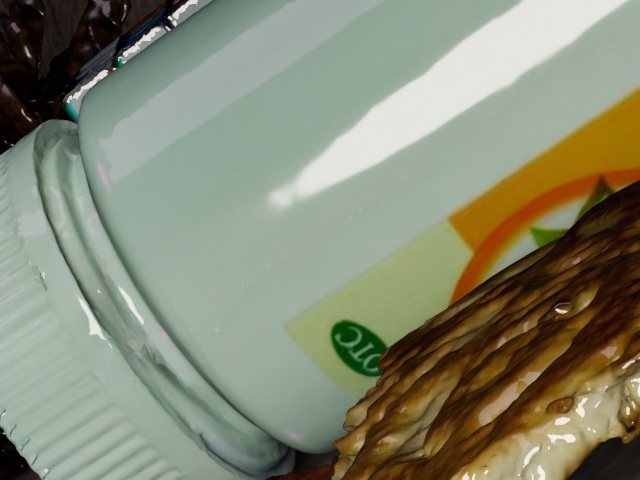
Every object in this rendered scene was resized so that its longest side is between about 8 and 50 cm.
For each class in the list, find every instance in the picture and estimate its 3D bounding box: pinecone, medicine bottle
[{"bbox_3d":[-0.234,-0.104,1.706,0.309,0.244,0.244,-32,7,-25],"label":"pinecone"},{"bbox_3d":[0.035,-0.038,0.676,0.318,0.158,0.158,-34,11,13],"label":"medicine bottle"}]

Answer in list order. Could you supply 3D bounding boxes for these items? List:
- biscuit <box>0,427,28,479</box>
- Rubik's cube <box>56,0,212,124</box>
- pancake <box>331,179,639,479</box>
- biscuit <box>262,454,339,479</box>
[{"bbox_3d":[-0.177,0.090,1.137,0.194,0.053,0.194,-37,11,8],"label":"biscuit"},{"bbox_3d":[-0.048,-0.081,1.178,0.155,0.151,0.154,-37,9,5],"label":"Rubik's cube"},{"bbox_3d":[0.103,0.014,0.502,0.212,0.056,0.257,-32,6,10],"label":"pancake"},{"bbox_3d":[-0.048,0.128,0.559,0.192,0.049,0.192,-35,5,4],"label":"biscuit"}]
